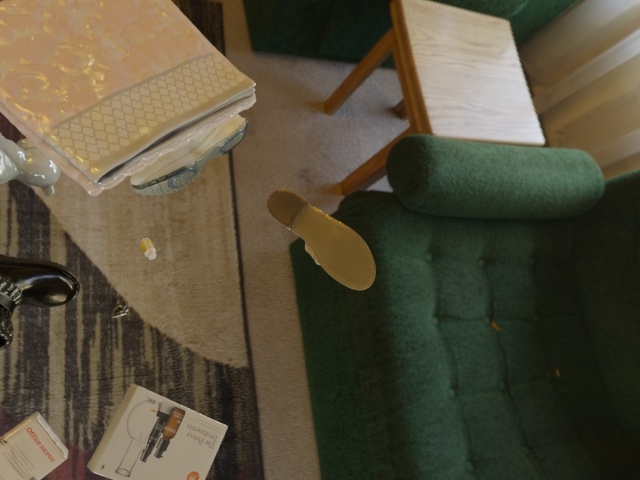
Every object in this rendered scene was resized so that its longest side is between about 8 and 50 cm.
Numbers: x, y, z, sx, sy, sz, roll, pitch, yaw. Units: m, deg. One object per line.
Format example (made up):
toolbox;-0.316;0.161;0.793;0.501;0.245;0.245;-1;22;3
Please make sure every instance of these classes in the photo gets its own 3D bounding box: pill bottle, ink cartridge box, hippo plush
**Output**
pill bottle;-0.656;0.033;1.847;0.043;0.043;0.083;-18;56;-31
ink cartridge box;-0.855;0.619;1.363;0.218;0.092;0.158;-37;98;-24
hippo plush;-0.835;-0.242;1.317;0.236;0.294;0.234;-6;116;-52

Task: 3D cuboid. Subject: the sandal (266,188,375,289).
sandal;0.004;-0.005;0.894;0.240;0.079;0.088;40;88;2

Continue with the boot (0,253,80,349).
boot;-0.755;0.156;1.192;0.348;0.131;0.260;20;19;-46

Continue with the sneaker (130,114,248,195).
sneaker;-0.303;-0.211;1.081;0.129;0.111;0.297;47;67;1

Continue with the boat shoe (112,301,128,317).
boat shoe;-0.699;0.241;1.692;0.046;0.125;0.038;-12;96;-7

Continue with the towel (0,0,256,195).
towel;-0.304;-0.256;0.709;0.317;0.053;0.332;44;54;3

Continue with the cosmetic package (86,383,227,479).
cosmetic package;-0.546;0.705;1.670;0.377;0.097;0.284;36;63;-26
